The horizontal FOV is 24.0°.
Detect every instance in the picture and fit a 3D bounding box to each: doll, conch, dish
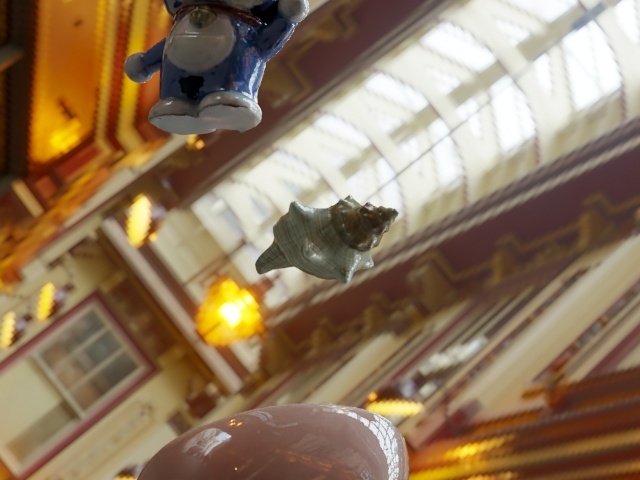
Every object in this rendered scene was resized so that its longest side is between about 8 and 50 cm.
[{"bbox_3d":[-0.106,-0.233,1.545,0.215,0.257,0.161,-1,-22,23],"label":"doll"},{"bbox_3d":[0.004,0.003,2.097,0.137,0.234,0.114,63,12,-44],"label":"conch"},{"bbox_3d":[-0.021,0.212,0.958,0.090,0.213,0.213,-109,179,-57],"label":"dish"}]
